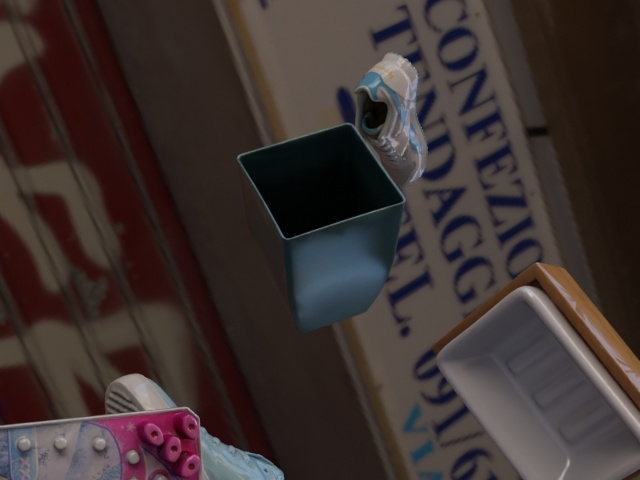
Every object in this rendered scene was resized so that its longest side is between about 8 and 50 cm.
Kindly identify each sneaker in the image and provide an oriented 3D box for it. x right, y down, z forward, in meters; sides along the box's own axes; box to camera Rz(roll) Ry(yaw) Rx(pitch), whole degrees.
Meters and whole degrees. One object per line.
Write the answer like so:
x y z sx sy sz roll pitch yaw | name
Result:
-0.134 0.310 1.489 0.135 0.150 0.366 -29 -85 45 | sneaker
0.098 -0.165 1.730 0.087 0.092 0.228 26 -35 36 | sneaker

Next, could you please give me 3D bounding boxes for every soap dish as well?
0.313 0.193 1.530 0.291 0.118 0.229 53 -47 10 | soap dish

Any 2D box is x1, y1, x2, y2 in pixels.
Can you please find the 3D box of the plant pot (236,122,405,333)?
0.000 0.000 1.544 0.234 0.166 0.165 89 -23 -47 | plant pot

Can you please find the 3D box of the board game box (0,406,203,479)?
-0.300 0.389 1.221 0.050 0.390 0.390 166 -80 -69 | board game box
